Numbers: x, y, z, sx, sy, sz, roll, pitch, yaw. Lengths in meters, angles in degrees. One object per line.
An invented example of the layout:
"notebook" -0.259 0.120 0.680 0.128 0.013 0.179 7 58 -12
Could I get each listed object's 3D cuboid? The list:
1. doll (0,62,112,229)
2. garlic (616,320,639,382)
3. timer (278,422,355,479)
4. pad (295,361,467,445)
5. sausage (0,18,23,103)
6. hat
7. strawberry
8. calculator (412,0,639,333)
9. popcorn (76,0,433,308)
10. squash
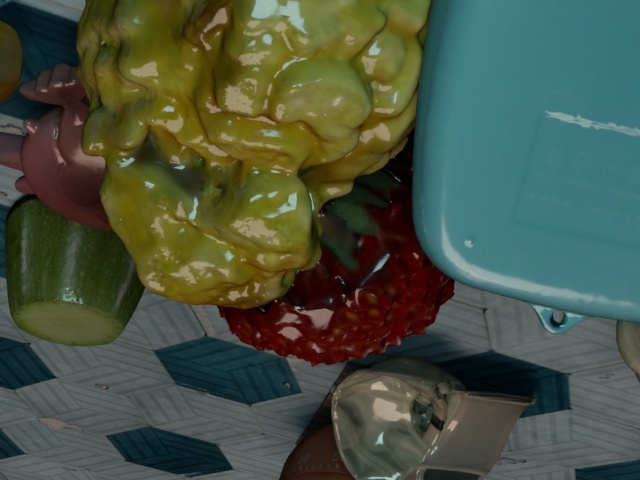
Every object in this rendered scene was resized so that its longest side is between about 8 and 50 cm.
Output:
"doll" -0.196 -0.075 1.091 0.211 0.093 0.262 -7 149 14
"garlic" 0.392 0.145 1.170 0.199 0.226 0.199 7 153 3
"timer" 0.053 0.356 1.593 0.229 0.215 0.230 6 141 5
"pad" 0.093 0.249 1.614 0.202 0.005 0.300 15 148 -8
"sausage" -0.386 -0.121 1.063 0.328 0.112 0.112 -22 137 41
"hat" 0.143 0.208 1.469 0.226 0.164 0.220 -13 139 -40
"strawberry" 0.004 -0.002 1.022 0.261 0.261 0.258 0 143 14
"calculator" 0.195 -0.119 0.734 0.256 0.054 0.387 11 107 -3
"popcorn" -0.055 -0.119 0.821 0.264 0.332 0.225 22 -172 35
"squash" -0.263 0.038 1.277 0.170 0.123 0.170 2 150 1
